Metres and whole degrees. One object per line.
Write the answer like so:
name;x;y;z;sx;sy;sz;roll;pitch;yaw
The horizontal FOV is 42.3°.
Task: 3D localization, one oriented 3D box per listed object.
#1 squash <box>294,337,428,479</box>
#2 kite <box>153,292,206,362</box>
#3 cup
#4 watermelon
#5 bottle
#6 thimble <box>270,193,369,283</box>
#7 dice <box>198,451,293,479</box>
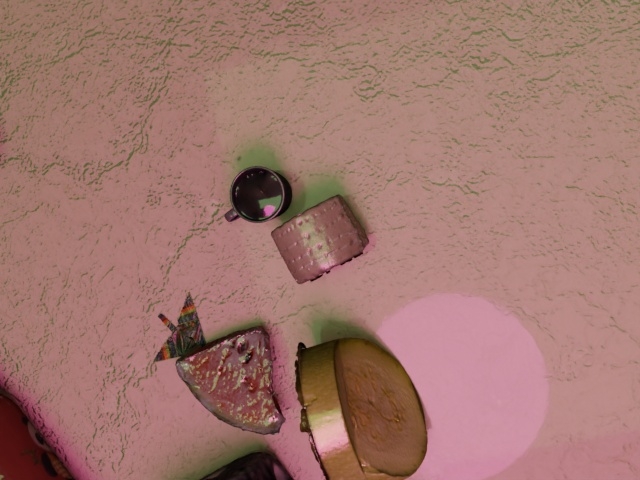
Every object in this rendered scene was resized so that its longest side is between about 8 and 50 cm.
squash;0.046;0.226;1.085;0.133;0.220;0.220;-19;89;14
kite;-0.208;0.141;1.235;0.090;0.004;0.122;34;98;6
cup;-0.090;-0.058;1.167;0.100;0.077;0.078;-32;87;10
watermelon;-0.107;0.191;1.191;0.187;0.071;0.139;33;91;16
bottle;-0.474;0.333;1.222;0.144;0.144;0.336;-40;85;10
thimble;0.000;0.000;1.141;0.115;0.102;0.090;-30;88;18
dice;-0.115;0.413;1.141;0.181;0.183;0.182;-29;88;9
